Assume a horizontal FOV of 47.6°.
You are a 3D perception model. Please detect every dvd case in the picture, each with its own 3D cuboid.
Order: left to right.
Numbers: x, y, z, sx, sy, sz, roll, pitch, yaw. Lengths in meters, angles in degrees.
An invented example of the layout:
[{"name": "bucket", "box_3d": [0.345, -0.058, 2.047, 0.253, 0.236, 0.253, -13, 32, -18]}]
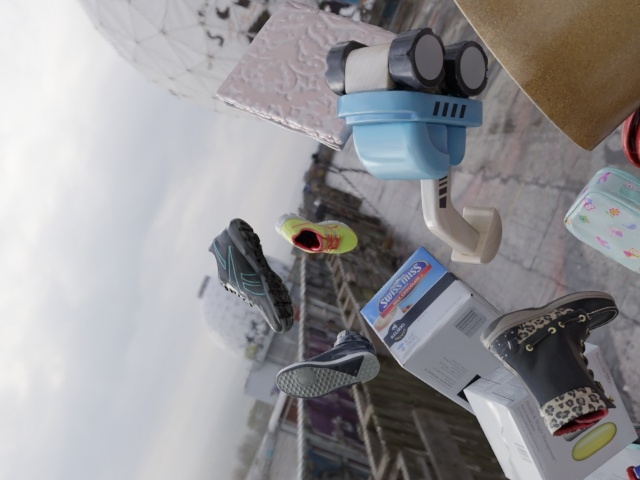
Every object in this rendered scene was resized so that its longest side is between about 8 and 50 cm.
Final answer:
[{"name": "dvd case", "box_3d": [0.608, 0.373, 1.390, 0.119, 0.087, 0.013, -13, -77, -57]}]

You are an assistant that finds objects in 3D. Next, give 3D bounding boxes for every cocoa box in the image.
[{"name": "cocoa box", "box_3d": [0.315, 0.223, 1.749, 0.231, 0.347, 0.228, -48, 37, 7]}]

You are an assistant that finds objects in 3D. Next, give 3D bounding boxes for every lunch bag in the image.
[{"name": "lunch bag", "box_3d": [0.742, -0.043, 1.717, 0.108, 0.279, 0.224, -52, -13, -24]}]

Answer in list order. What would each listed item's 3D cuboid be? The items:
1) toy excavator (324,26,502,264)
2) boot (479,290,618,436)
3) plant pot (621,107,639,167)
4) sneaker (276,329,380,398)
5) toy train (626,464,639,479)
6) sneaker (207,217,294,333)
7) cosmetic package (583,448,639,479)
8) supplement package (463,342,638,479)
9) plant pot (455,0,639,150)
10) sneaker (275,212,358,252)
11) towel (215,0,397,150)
[{"name": "toy excavator", "box_3d": [0.215, -0.165, 1.462, 0.222, 0.433, 0.445, 7, 97, 45]}, {"name": "boot", "box_3d": [0.366, 0.172, 1.035, 0.085, 0.236, 0.178, 105, 146, -45]}, {"name": "plant pot", "box_3d": [0.561, -0.153, 1.077, 0.174, 0.191, 0.191, 51, 124, 52]}, {"name": "sneaker", "box_3d": [0.016, 0.274, 1.620, 0.163, 0.226, 0.086, -91, -10, -75]}, {"name": "toy train", "box_3d": [0.667, 0.467, 1.317, 0.105, 0.248, 0.143, -37, 52, 28]}, {"name": "sneaker", "box_3d": [-0.146, 0.086, 1.530, 0.106, 0.267, 0.101, -33, -18, 14]}, {"name": "cosmetic package", "box_3d": [0.634, 0.588, 1.615, 0.284, 0.097, 0.377, -42, 16, -16]}, {"name": "supplement package", "box_3d": [0.405, 0.305, 1.280, 0.203, 0.194, 0.149, -30, 10, -16]}, {"name": "plant pot", "box_3d": [0.267, -0.245, 0.617, 0.254, 0.237, 0.237, -37, 20, 28]}, {"name": "sneaker", "box_3d": [0.000, 0.000, 1.690, 0.094, 0.209, 0.081, 52, 128, 55]}, {"name": "towel", "box_3d": [-0.015, -0.374, 1.595, 0.317, 0.332, 0.053, -58, -22, -19]}]
